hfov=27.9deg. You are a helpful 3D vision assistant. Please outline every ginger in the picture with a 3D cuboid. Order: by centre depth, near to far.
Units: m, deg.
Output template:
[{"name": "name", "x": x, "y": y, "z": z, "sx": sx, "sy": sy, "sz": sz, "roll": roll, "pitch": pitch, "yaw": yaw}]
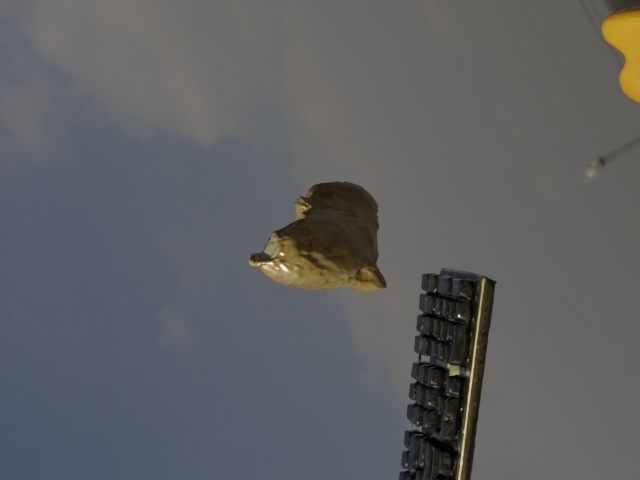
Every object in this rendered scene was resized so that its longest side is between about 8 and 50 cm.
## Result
[{"name": "ginger", "x": 0.005, "y": 0.003, "z": 0.658, "sx": 0.057, "sy": 0.044, "sz": 0.137, "roll": 59, "pitch": -165, "yaw": -5}]

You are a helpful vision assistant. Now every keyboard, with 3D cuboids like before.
[{"name": "keyboard", "x": 0.067, "y": 0.175, "z": 0.811, "sx": 0.106, "sy": 0.027, "sz": 0.316, "roll": -177, "pitch": 94, "yaw": -81}]

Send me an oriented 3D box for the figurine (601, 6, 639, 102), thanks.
[{"name": "figurine", "x": 0.251, "y": -0.175, "z": 0.550, "sx": 0.187, "sy": 0.215, "sz": 0.344, "roll": 45, "pitch": -126, "yaw": 12}]
